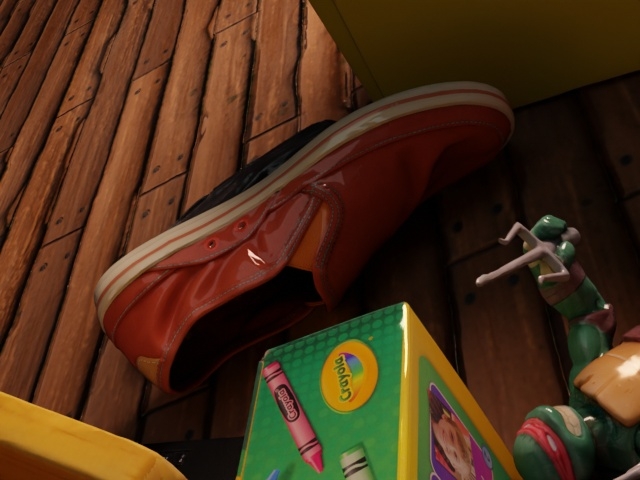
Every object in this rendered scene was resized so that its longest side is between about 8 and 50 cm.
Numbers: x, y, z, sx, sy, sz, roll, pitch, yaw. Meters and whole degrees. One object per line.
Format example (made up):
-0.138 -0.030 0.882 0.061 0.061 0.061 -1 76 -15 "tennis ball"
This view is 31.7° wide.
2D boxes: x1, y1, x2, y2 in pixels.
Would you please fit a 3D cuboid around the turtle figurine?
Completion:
0.162 0.054 0.531 0.234 0.118 0.175 -27 44 -19 "turtle figurine"

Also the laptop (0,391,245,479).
-0.207 0.183 0.694 0.264 0.136 0.234 -13 37 43 "laptop"

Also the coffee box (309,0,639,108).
0.156 -0.338 0.874 0.337 0.338 0.334 -15 35 31 "coffee box"

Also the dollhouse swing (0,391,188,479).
-0.240 0.181 0.477 0.315 0.305 0.347 14 51 28 "dollhouse swing"

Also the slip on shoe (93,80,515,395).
0.000 0.000 0.800 0.331 0.123 0.101 -31 62 -3 "slip on shoe"

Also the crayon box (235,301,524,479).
0.034 0.178 0.432 0.081 0.165 0.278 -22 32 21 "crayon box"

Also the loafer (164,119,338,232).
-0.065 -0.021 0.907 0.223 0.076 0.078 -42 38 -4 "loafer"
